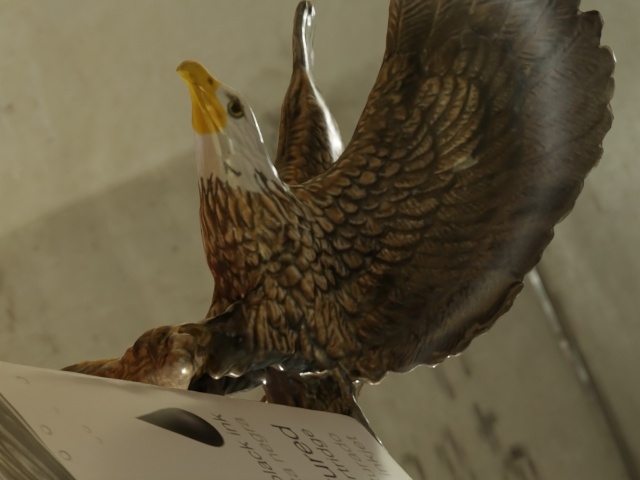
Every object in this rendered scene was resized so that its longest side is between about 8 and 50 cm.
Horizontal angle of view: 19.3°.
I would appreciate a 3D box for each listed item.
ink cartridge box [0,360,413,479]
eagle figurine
[{"bbox_3d":[-0.066,0.179,0.547,0.395,0.166,0.285,15,-156,-51],"label":"ink cartridge box"},{"bbox_3d":[-0.002,-0.009,0.922,0.298,0.226,0.225,-43,-29,-36],"label":"eagle figurine"}]
